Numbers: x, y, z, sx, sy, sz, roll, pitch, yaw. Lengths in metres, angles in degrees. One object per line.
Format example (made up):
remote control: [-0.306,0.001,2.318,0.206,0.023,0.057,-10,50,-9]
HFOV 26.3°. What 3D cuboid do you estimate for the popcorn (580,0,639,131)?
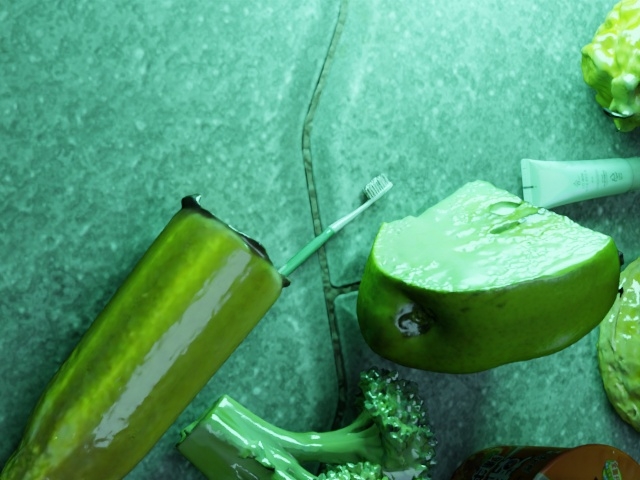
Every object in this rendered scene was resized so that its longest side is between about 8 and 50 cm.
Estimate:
popcorn: [0.478,-0.229,1.861,0.249,0.249,0.225,45,53,-23]

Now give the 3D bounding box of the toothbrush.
toothbrush: [0.000,0.000,1.713,0.257,0.018,0.024,-43,108,-23]

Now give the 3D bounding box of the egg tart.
egg tart: [0.546,0.154,1.975,0.319,0.128,0.319,1,87,-31]

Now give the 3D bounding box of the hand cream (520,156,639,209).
hand cream: [0.367,-0.083,1.913,0.204,0.050,0.078,-7,97,-26]

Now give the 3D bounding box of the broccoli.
broccoli: [-0.003,0.301,1.584,0.302,0.249,0.375,46,74,-26]

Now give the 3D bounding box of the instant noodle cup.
instant noodle cup: [0.287,0.377,1.787,0.250,0.192,0.250,0,90,-30]

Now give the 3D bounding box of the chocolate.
chocolate: [-0.231,0.161,1.516,0.162,0.162,0.445,46,74,-23]

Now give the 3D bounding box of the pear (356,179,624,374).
pear: [0.184,0.074,1.692,0.281,0.286,0.176,-24,122,-28]
